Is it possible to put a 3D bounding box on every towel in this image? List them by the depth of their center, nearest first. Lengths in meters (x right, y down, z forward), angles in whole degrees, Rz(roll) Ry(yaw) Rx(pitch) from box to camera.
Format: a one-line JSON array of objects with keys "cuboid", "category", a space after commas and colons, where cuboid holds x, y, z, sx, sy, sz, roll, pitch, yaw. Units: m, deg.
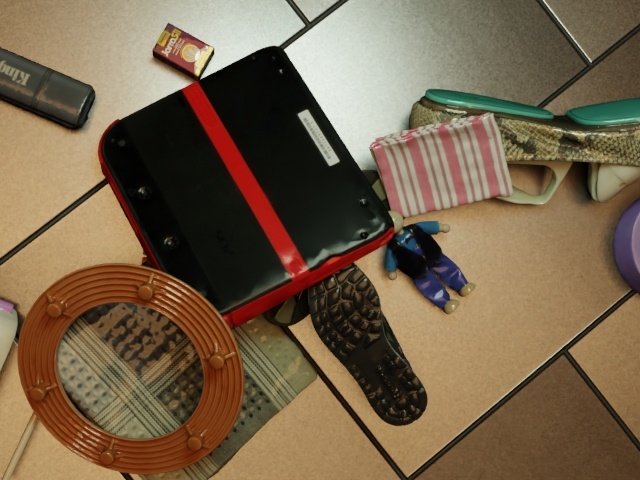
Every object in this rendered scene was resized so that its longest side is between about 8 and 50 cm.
[{"cuboid": [0.186, -0.109, 1.605, 0.197, 0.029, 0.144, -11, 120, 18], "category": "towel"}, {"cuboid": [-0.213, 0.195, 1.606, 0.312, 0.056, 0.324, -41, 100, -10], "category": "towel"}]

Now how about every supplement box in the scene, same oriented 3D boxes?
[{"cuboid": [-0.214, -0.296, 1.649, 0.083, 0.043, 0.055, 28, 85, -3], "category": "supplement box"}]

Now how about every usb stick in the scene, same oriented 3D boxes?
[{"cuboid": [-0.482, -0.253, 1.617, 0.278, 0.045, 0.077, 23, 85, -4], "category": "usb stick"}]

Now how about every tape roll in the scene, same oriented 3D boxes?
[{"cuboid": [0.578, 0.008, 1.700, 0.189, 0.080, 0.189, 0, 88, -6], "category": "tape roll"}]

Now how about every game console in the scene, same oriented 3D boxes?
[{"cuboid": [-0.123, -0.082, 1.581, 0.342, 0.060, 0.386, -27, 69, -10], "category": "game console"}]

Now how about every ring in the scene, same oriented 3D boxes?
[{"cuboid": [-0.275, 0.193, 1.503, 0.336, 0.032, 0.337, 3, 109, 8], "category": "ring"}]

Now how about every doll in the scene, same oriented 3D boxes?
[{"cuboid": [0.162, 0.024, 1.654, 0.129, 0.046, 0.189, -46, 105, -7], "category": "doll"}]

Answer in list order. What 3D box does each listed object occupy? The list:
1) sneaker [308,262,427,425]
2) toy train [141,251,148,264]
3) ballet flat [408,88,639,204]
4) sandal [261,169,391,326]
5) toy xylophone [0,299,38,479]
[{"cuboid": [0.062, 0.146, 1.611, 0.107, 0.124, 0.283, -26, 99, 3], "category": "sneaker"}, {"cuboid": [-0.200, 0.005, 1.632, 0.125, 0.046, 0.166, 44, 83, -2], "category": "toy train"}, {"cuboid": [0.379, -0.145, 1.667, 0.482, 0.164, 0.182, 0, 108, -1], "category": "ballet flat"}, {"cuboid": [-0.002, 0.000, 1.625, 0.303, 0.086, 0.120, -46, 123, -18], "category": "sandal"}, {"cuboid": [-0.534, 0.239, 1.558, 0.236, 0.081, 0.323, 34, 79, -22], "category": "toy xylophone"}]
